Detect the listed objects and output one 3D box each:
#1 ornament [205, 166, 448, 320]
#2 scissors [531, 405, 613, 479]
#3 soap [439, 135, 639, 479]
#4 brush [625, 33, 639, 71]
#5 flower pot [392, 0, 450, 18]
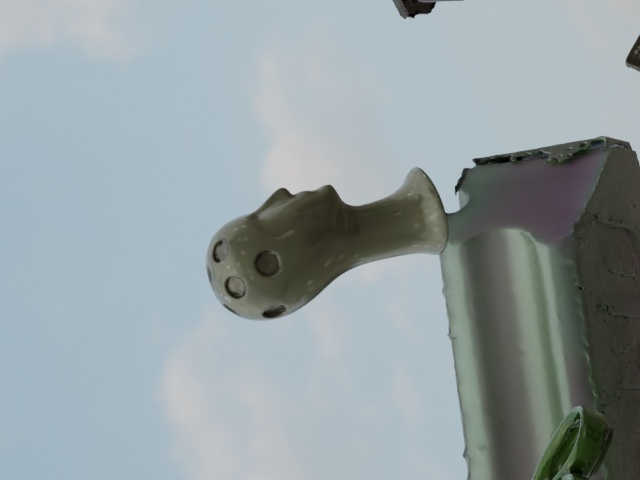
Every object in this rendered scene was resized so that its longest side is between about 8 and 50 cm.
[{"bbox_3d":[0.000,0.000,1.233,0.075,0.156,0.081,-174,68,-73],"label":"ornament"},{"bbox_3d":[0.109,0.179,1.083,0.027,0.204,0.101,26,-134,-5],"label":"scissors"},{"bbox_3d":[0.244,0.124,1.857,0.261,0.156,0.446,6,-105,-59],"label":"soap"},{"bbox_3d":[0.288,-0.196,1.488,0.034,0.027,0.190,27,-128,11],"label":"brush"},{"bbox_3d":[0.156,-0.366,2.053,0.251,0.084,0.179,-62,-33,-22],"label":"flower pot"}]
